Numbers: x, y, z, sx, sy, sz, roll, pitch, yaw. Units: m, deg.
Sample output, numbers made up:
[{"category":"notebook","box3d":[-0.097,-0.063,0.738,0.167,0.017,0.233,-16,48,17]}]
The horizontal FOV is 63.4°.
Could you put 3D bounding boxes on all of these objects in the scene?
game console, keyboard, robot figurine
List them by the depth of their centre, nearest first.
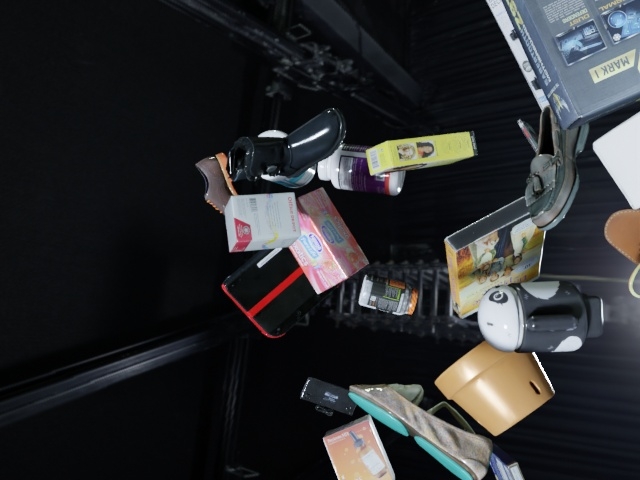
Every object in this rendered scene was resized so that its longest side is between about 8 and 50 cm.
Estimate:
[{"category":"robot figurine","box3d":[0.525,0.182,1.255,0.209,0.279,0.173,85,-177,-52]},{"category":"keyboard","box3d":[0.027,0.504,1.647,0.023,0.180,0.108,-104,36,-77]},{"category":"game console","box3d":[-0.122,0.143,1.884,0.387,0.060,0.342,-41,-57,-10]}]

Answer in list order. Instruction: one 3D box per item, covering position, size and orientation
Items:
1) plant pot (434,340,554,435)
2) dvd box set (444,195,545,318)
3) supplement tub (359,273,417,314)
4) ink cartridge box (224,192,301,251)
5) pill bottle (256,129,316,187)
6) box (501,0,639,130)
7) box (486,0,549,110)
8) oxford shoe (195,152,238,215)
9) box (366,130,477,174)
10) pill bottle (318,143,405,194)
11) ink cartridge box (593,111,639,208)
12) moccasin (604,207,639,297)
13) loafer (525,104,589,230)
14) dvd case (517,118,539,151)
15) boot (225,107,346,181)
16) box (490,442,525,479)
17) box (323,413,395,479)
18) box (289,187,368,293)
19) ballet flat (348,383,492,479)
[{"category":"plant pot","box3d":[0.494,0.391,1.425,0.291,0.291,0.203,0,-133,-53]},{"category":"dvd box set","box3d":[0.543,0.062,1.603,0.062,0.308,0.420,61,176,38]},{"category":"supplement tub","box3d":[0.238,0.194,1.825,0.117,0.191,0.116,15,-90,-86]},{"category":"ink cartridge box","box3d":[-0.157,-0.048,1.401,0.176,0.127,0.128,-4,-104,-19]},{"category":"pill bottle","box3d":[-0.102,-0.242,1.598,0.264,0.146,0.146,7,-98,-72]},{"category":"box","box3d":[0.277,-0.221,0.416,0.183,0.233,0.059,67,-167,6]},{"category":"box","box3d":[0.495,-0.446,1.099,0.169,0.087,0.289,-30,-83,-7]},{"category":"oxford shoe","box3d":[-0.288,-0.114,1.524,0.099,0.097,0.271,-20,-84,-20]},{"category":"box","box3d":[0.218,-0.186,1.104,0.233,0.087,0.058,-12,-89,-26]},{"category":"pill bottle","box3d":[0.163,-0.282,2.031,0.181,0.323,0.181,9,-90,-73]},{"category":"ink cartridge box","box3d":[0.538,-0.170,0.667,0.273,0.198,0.114,-25,-100,-17]},{"category":"moccasin","box3d":[0.626,0.048,0.882,0.147,0.380,0.139,-2,-57,-14]},{"category":"loafer","box3d":[0.402,-0.135,0.919,0.084,0.096,0.267,33,-121,-6]},{"category":"dvd case","box3d":[0.610,-0.289,1.481,0.087,0.013,0.119,2,-122,-50]},{"category":"boot","box3d":[-0.083,-0.213,1.185,0.207,0.246,0.094,-11,-107,-45]},{"category":"box","box3d":[0.550,0.687,1.525,0.225,0.037,0.136,109,139,-84]},{"category":"box","box3d":[0.100,0.559,1.336,0.091,0.130,0.170,51,-165,-78]},{"category":"box","box3d":[0.000,0.000,1.696,0.142,0.154,0.299,-29,-93,-50]},{"category":"ballet flat","box3d":[0.206,0.363,1.064,0.106,0.316,0.107,-48,-34,-22]}]
